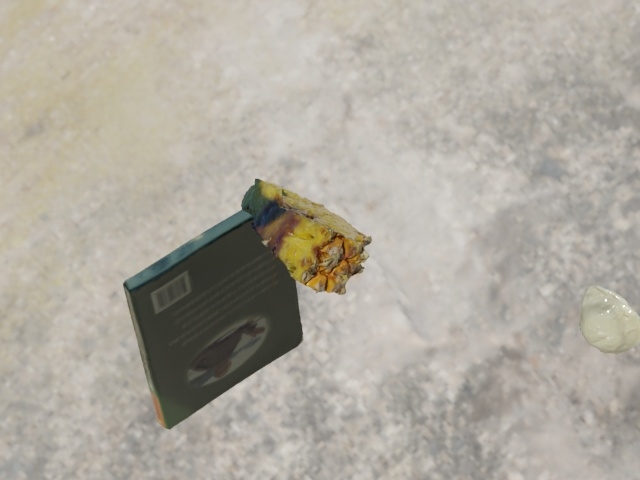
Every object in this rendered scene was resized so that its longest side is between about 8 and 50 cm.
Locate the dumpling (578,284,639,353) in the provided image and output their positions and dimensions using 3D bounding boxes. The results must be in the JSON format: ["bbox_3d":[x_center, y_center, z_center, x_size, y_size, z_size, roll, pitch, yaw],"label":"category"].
[{"bbox_3d":[0.270,0.076,1.155,0.059,0.077,0.043,6,19,32],"label":"dumpling"}]

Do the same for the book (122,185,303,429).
[{"bbox_3d":[-0.143,0.103,1.782,0.260,0.371,0.043,-32,59,-21],"label":"book"}]

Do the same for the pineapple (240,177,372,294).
[{"bbox_3d":[-0.001,0.001,1.502,0.079,0.135,0.233,-54,31,7],"label":"pineapple"}]
